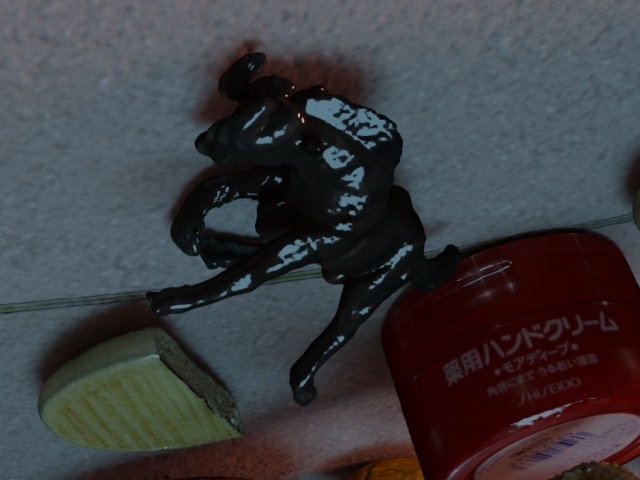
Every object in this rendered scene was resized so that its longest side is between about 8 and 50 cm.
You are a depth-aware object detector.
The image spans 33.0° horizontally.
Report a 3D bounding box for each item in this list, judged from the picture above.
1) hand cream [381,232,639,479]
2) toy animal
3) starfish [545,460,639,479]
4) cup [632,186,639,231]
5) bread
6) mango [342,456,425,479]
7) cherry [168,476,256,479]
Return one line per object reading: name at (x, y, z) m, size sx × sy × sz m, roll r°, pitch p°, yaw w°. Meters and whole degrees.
hand cream at (0.147, 0.095, 0.753) m, size 0.193 × 0.125 × 0.193 m, roll -14°, pitch 149°, yaw -8°
toy animal at (0.000, 0.000, 0.576) m, size 0.148 × 0.084 × 0.232 m, roll -29°, pitch 143°, yaw 17°
starfish at (0.100, 0.226, 0.722) m, size 0.303 × 0.113 × 0.312 m, roll 17°, pitch 151°, yaw -41°
cup at (0.319, -0.049, 0.619) m, size 0.202 × 0.255 × 0.173 m, roll 14°, pitch 95°, yaw -41°
bread at (-0.130, 0.107, 0.729) m, size 0.112 × 0.036 × 0.193 m, roll -15°, pitch 152°, yaw 7°
mango at (0.087, 0.239, 0.999) m, size 0.190 × 0.075 × 0.098 m, roll -2°, pitch 152°, yaw -35°
cherry at (-0.090, 0.311, 0.887) m, size 0.285 × 0.236 × 0.213 m, roll 17°, pitch 172°, yaw -12°
